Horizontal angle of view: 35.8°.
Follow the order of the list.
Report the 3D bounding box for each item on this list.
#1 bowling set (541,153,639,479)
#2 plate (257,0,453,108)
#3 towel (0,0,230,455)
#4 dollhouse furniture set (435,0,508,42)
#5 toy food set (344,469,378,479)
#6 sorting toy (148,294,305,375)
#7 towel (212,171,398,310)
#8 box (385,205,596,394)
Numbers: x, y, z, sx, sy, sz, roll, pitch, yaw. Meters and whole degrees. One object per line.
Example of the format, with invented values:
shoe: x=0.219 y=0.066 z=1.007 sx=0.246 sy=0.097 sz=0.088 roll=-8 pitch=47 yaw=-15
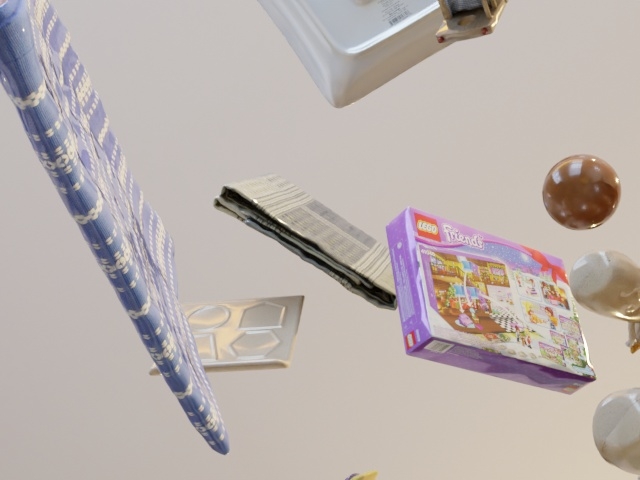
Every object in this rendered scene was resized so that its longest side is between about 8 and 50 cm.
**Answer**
bowling set: x=0.260 y=0.007 z=0.665 sx=0.287 sy=0.154 sz=0.200 roll=-51 pitch=-136 yaw=16
plate: x=0.064 y=-0.355 z=1.358 sx=0.277 sy=0.045 sz=0.278 roll=-31 pitch=-108 yaw=-7
towel: x=-0.138 y=-0.049 z=0.633 sx=0.040 sy=0.243 sz=0.336 roll=-23 pitch=-50 yaw=-4
dollhouse furniture set: x=0.202 y=-0.306 z=1.036 sx=0.183 sy=0.129 sz=0.129 roll=-4 pitch=-50 yaw=32
toy food set: x=0.006 y=0.335 z=1.194 sx=0.071 sy=0.218 sz=0.128 roll=15 pitch=-91 yaw=23
sorting toy: x=-0.125 y=0.137 z=1.394 sx=0.193 sy=0.208 sz=0.038 roll=-4 pitch=-67 yaw=9
towel: x=0.000 y=0.000 z=1.525 sx=0.312 sy=0.324 sz=0.056 roll=34 pitch=-79 yaw=5
box: x=0.230 y=0.085 z=1.335 sx=0.293 sy=0.201 sz=0.057 roll=17 pitch=-41 yaw=-30
